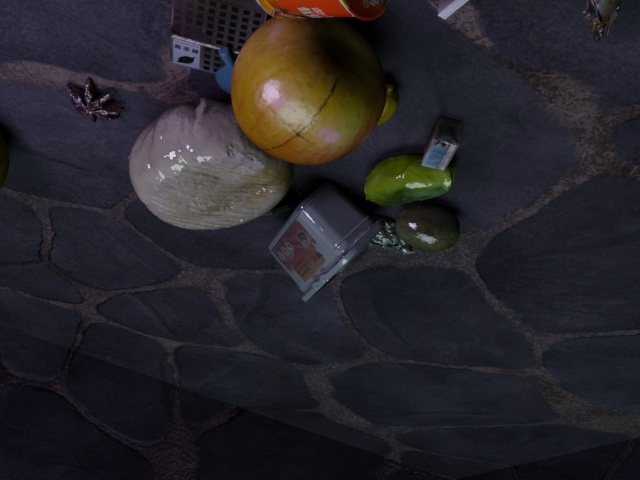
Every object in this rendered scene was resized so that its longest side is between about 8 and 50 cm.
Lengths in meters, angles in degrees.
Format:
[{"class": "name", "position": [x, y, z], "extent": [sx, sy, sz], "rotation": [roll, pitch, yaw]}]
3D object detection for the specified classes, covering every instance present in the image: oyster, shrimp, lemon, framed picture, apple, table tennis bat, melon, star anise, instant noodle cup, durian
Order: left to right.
[{"class": "star anise", "position": [-0.508, -0.306, 1.846], "extent": [0.141, 0.042, 0.141], "rotation": [8, 151, 4]}, {"class": "table tennis bat", "position": [-0.165, -0.326, 1.620], "extent": [0.100, 0.019, 0.155], "rotation": [3, 156, 19]}, {"class": "framed picture", "position": [-0.193, -0.078, 2.034], "extent": [0.250, 0.016, 0.184], "rotation": [-2, -171, 21]}, {"class": "apple", "position": [-0.025, -0.267, 1.468], "extent": [0.286, 0.286, 0.233], "rotation": [28, 139, -26]}, {"class": "instant noodle cup", "position": [-0.006, -0.441, 1.293], "extent": [0.174, 0.213, 0.213], "rotation": [1, 150, 35]}, {"class": "lemon", "position": [0.114, -0.276, 1.636], "extent": [0.082, 0.082, 0.110], "rotation": [26, 141, -23]}, {"class": "oyster", "position": [0.151, -0.009, 2.101], "extent": [0.177, 0.064, 0.125], "rotation": [2, 153, 20]}, {"class": "durian", "position": [0.188, -0.128, 1.842], "extent": [0.250, 0.101, 0.139], "rotation": [-12, 143, 35]}, {"class": "melon", "position": [0.262, -0.030, 1.971], "extent": [0.167, 0.114, 0.114], "rotation": [11, 150, 2]}, {"class": "shrimp", "position": [0.421, -0.417, 1.328], "extent": [0.143, 0.052, 0.251], "rotation": [8, 144, 27]}]

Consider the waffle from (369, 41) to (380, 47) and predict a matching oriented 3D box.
[{"class": "waffle", "position": [0.003, -0.369, 1.574], "extent": [0.125, 0.032, 0.191], "rotation": [35, 140, -29]}]

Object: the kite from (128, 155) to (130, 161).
[{"class": "kite", "position": [-0.432, -0.177, 2.075], "extent": [0.152, 0.005, 0.137], "rotation": [-16, 141, 37]}]

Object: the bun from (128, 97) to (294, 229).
[{"class": "bun", "position": [-0.241, -0.177, 1.797], "extent": [0.365, 0.219, 0.365], "rotation": [-5, 155, -2]}]

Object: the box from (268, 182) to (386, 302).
[{"class": "box", "position": [0.000, 0.000, 2.041], "extent": [0.182, 0.175, 0.312], "rotation": [46, 147, 4]}]

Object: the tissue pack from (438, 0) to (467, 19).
[{"class": "tissue pack", "position": [0.239, -0.419, 1.372], "extent": [0.023, 0.056, 0.108], "rotation": [27, 146, -23]}]

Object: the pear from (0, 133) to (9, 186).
[{"class": "pear", "position": [-0.890, -0.183, 1.970], "extent": [0.283, 0.284, 0.283], "rotation": [9, 150, 5]}]

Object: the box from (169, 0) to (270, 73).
[{"class": "box", "position": [-0.183, -0.425, 1.520], "extent": [0.180, 0.047, 0.325], "rotation": [14, 150, -5]}]

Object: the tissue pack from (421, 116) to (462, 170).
[{"class": "tissue pack", "position": [0.255, -0.202, 1.720], "extent": [0.058, 0.074, 0.094], "rotation": [17, 147, -3]}]
